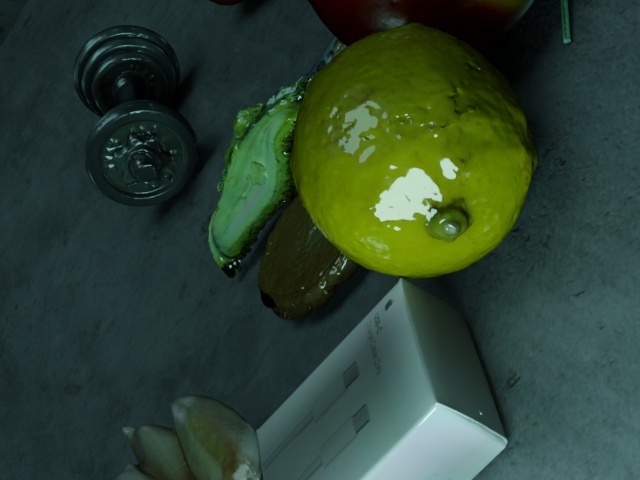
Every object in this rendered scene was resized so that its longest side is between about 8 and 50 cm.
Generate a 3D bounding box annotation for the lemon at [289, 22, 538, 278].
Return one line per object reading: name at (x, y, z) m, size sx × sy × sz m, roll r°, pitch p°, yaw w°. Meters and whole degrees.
lemon at (0.093, -0.094, 1.636) m, size 0.260 × 0.260 × 0.284 m, roll -36°, pitch 33°, yaw 39°

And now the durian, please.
durian at (-0.060, -0.105, 2.018) m, size 0.107 × 0.132 × 0.375 m, roll -67°, pitch 2°, yaw -52°

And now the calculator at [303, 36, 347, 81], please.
calculator at (0.029, -0.217, 2.103) m, size 0.268 × 0.040 × 0.177 m, roll -47°, pitch 29°, yaw 25°

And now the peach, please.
peach at (0.104, -0.331, 1.825) m, size 0.281 × 0.281 × 0.338 m, roll -58°, pitch 25°, yaw 3°

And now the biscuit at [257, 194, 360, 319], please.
biscuit at (0.000, 0.000, 1.930) m, size 0.226 × 0.042 × 0.226 m, roll -42°, pitch 30°, yaw 31°

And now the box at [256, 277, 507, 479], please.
box at (0.054, 0.198, 1.573) m, size 0.252 × 0.106 × 0.203 m, roll -47°, pitch 28°, yaw 22°

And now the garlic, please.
garlic at (-0.143, 0.322, 1.751) m, size 0.279 × 0.132 × 0.325 m, roll -61°, pitch 29°, yaw -4°

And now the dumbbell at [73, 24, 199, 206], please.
dumbbell at (-0.295, -0.202, 2.497) m, size 0.179 × 0.179 × 0.406 m, roll -50°, pitch 28°, yaw 18°

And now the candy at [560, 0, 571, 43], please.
candy at (0.270, -0.298, 1.770) m, size 0.058 × 0.062 × 0.194 m, roll -3°, pitch 59°, yaw 7°

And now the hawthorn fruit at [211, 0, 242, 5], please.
hawthorn fruit at (-0.149, -0.443, 2.537) m, size 0.163 × 0.162 × 0.203 m, roll -94°, pitch 26°, yaw -49°
